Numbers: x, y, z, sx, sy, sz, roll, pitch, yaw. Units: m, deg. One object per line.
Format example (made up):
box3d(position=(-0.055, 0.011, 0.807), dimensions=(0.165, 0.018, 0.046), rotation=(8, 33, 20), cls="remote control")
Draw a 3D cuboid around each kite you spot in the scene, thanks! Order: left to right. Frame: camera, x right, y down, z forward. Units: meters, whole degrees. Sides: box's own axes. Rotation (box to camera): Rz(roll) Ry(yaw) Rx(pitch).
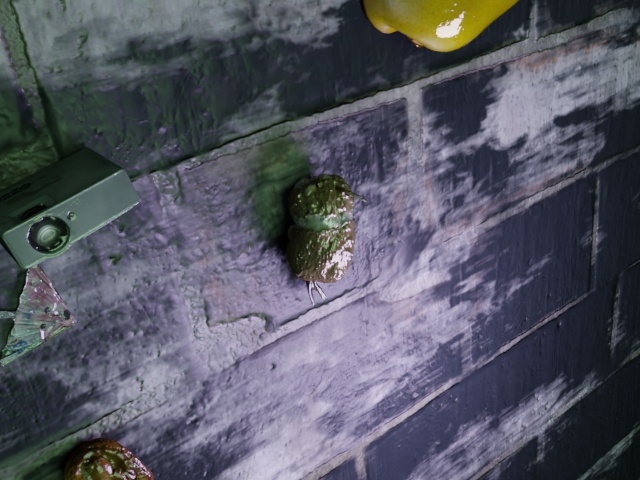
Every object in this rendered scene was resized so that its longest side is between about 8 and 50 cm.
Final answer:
box3d(position=(-0.371, 0.091, 0.861), dimensions=(0.157, 0.011, 0.139), rotation=(12, 97, -43), cls="kite")

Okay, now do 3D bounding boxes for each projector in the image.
box3d(position=(-0.295, -0.038, 0.796), dimensions=(0.147, 0.115, 0.061), rotation=(-35, 125, -23), cls="projector")

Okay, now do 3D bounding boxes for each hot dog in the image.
box3d(position=(-0.297, 0.344, 0.991), dimensions=(0.099, 0.065, 0.147), rotation=(-47, 130, -27), cls="hot dog")

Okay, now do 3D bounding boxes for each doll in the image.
box3d(position=(-0.004, 0.005, 1.069), dimensions=(0.105, 0.115, 0.221), rotation=(-14, 123, -46), cls="doll")

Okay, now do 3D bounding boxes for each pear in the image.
box3d(position=(0.226, -0.464, 0.998), dimensions=(0.340, 0.191, 0.386), rotation=(2, 106, -40), cls="pear")
